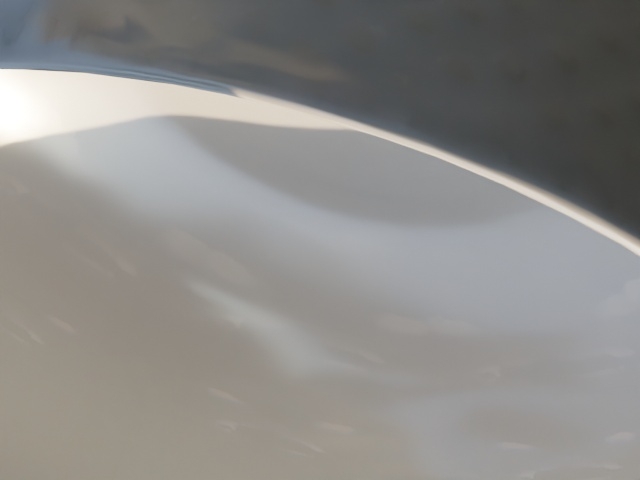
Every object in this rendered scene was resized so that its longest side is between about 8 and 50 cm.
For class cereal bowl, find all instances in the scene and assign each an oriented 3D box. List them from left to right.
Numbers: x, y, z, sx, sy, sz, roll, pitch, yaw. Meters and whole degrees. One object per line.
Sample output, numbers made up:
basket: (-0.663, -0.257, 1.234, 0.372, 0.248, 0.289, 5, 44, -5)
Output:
cereal bowl: (0.000, 0.000, 0.518, 0.339, 0.339, 0.141, 55, -136, -48)
